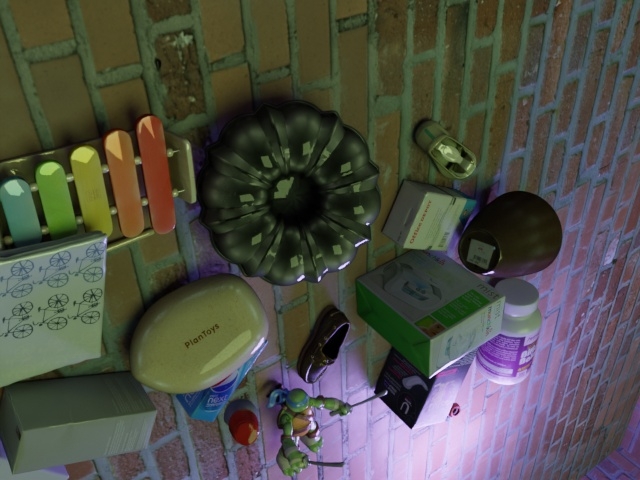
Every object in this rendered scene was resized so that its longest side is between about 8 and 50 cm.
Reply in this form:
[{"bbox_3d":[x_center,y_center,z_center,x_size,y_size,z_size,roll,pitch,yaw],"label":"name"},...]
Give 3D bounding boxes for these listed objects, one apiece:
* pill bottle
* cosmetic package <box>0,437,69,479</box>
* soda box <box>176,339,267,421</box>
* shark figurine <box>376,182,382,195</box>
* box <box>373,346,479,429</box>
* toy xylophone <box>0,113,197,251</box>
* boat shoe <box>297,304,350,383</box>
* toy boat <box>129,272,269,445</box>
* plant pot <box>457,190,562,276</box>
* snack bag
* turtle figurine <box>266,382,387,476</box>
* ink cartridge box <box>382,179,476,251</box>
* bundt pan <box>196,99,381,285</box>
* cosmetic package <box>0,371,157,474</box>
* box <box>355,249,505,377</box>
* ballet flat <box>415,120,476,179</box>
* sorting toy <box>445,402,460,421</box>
[{"bbox_3d":[0.558,0.266,1.884,0.169,0.169,0.302,-23,131,-27],"label":"pill bottle"},{"bbox_3d":[-0.566,0.397,1.094,0.117,0.085,0.231,-47,139,-4],"label":"cosmetic package"},{"bbox_3d":[-0.203,0.266,1.316,0.067,0.071,0.210,28,98,-47],"label":"soda box"},{"bbox_3d":[-0.048,-0.100,1.169,0.278,0.166,0.116,-27,164,12],"label":"shark figurine"},{"bbox_3d":[0.284,0.340,1.706,0.143,0.165,0.271,2,117,-41],"label":"box"},{"bbox_3d":[-0.342,-0.056,0.975,0.322,0.081,0.236,-27,133,-23],"label":"toy xylophone"},{"bbox_3d":[0.008,0.255,1.488,0.073,0.073,0.207,0,119,-41],"label":"boat shoe"},{"bbox_3d":[-0.204,0.234,1.200,0.267,0.148,0.318,-26,96,-10],"label":"toy boat"},{"bbox_3d":[0.433,0.004,1.532,0.230,0.215,0.216,-18,129,-48],"label":"plant pot"},{"bbox_3d":[-0.492,0.130,0.945,0.342,0.037,0.323,-13,143,-33],"label":"snack bag"},{"bbox_3d":[-0.007,0.468,1.501,0.274,0.198,0.266,10,140,0],"label":"turtle figurine"},{"bbox_3d":[0.253,-0.054,1.474,0.190,0.082,0.140,6,114,-41],"label":"ink cartridge box"},{"bbox_3d":[-0.045,-0.071,1.060,0.330,0.124,0.331,-1,99,-8],"label":"bundt pan"},{"bbox_3d":[-0.427,0.313,1.123,0.237,0.127,0.107,1,118,-38],"label":"cosmetic package"},{"bbox_3d":[0.251,0.154,1.483,0.231,0.262,0.127,-25,131,-24],"label":"box"},{"bbox_3d":[0.297,-0.184,1.424,0.248,0.086,0.086,24,101,-46],"label":"ballet flat"},{"bbox_3d":[0.400,0.542,2.040,0.101,0.042,0.061,15,92,-32],"label":"sorting toy"}]
